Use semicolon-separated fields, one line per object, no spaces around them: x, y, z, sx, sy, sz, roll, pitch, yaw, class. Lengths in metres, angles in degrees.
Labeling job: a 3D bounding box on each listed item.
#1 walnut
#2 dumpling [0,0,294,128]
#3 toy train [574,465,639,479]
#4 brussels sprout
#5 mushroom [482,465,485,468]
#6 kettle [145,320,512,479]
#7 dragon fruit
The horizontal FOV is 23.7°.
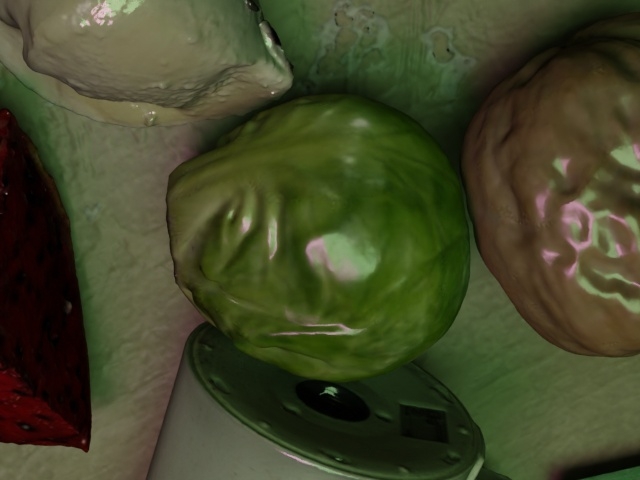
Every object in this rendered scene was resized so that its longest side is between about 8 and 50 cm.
0.248;-0.039;1.207;0.227;0.273;0.273;-18;117;34;walnut
-0.164;-0.166;1.152;0.227;0.175;0.243;-25;101;34;dumpling
0.358;0.286;1.368;0.301;0.202;0.120;-12;132;-2;toy train
0.000;0.000;1.202;0.244;0.244;0.244;-3;112;-7;brussels sprout
0.119;0.241;1.390;0.085;0.085;0.079;26;141;-16;mushroom
0.000;0.297;1.298;0.361;0.250;0.376;18;111;-10;kettle
-0.343;0.046;1.159;0.330;0.240;0.302;-6;94;-13;dragon fruit
